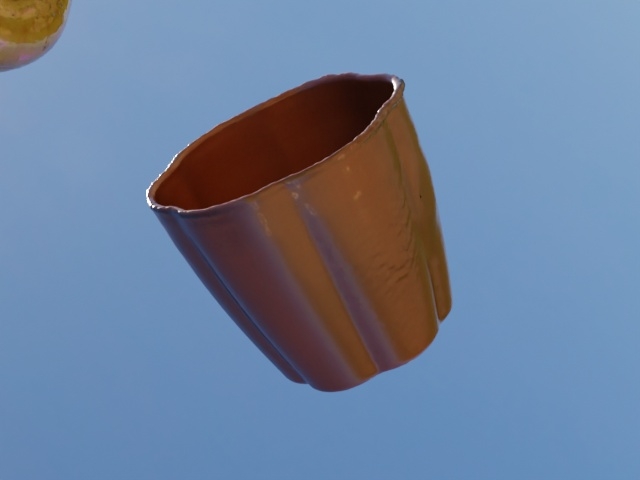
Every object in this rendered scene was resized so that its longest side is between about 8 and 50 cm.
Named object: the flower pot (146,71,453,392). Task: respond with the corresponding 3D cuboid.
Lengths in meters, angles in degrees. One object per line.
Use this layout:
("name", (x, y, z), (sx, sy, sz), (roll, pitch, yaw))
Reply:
("flower pot", (0.000, 0.000, 1.097), (0.173, 0.190, 0.191), (65, -155, -23))

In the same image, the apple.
("apple", (-0.267, -0.201, 1.238), (0.146, 0.146, 0.146), (40, -144, -38))
